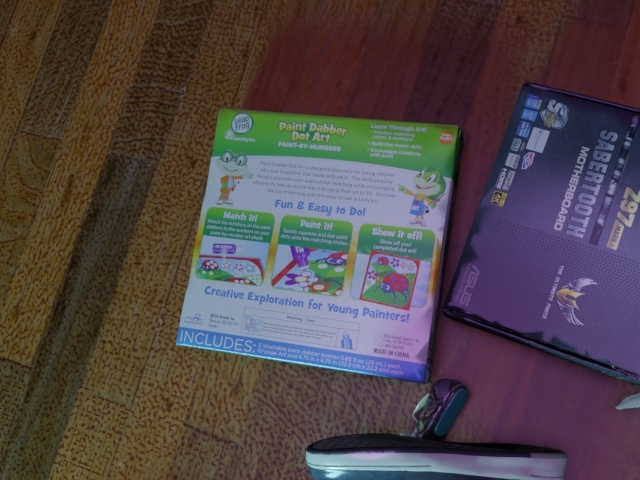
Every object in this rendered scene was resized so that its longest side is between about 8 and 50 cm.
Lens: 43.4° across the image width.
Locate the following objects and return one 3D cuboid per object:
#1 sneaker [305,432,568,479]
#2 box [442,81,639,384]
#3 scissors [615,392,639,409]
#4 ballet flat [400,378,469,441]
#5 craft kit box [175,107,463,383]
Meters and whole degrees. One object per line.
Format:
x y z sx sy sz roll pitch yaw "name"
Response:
0.093 0.248 0.669 0.226 0.086 0.163 7 85 -7 "sneaker"
0.235 -0.009 0.727 0.183 0.059 0.232 20 84 16 "box"
0.364 0.095 0.589 0.297 0.021 0.109 -42 65 30 "scissors"
0.096 0.178 0.740 0.041 0.041 0.114 28 86 18 "ballet flat"
0.000 0.000 0.789 0.250 0.061 0.246 7 83 15 "craft kit box"
